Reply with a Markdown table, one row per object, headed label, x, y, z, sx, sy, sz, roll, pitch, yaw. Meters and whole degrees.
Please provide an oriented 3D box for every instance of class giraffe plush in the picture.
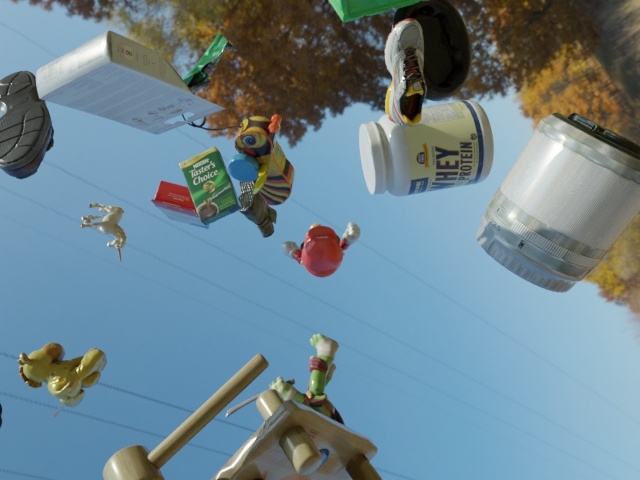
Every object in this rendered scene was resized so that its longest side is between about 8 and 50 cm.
| label | x | y | z | sx | sy | sz | roll | pitch | yaw |
| --- | --- | --- | --- | --- | --- | --- | --- | --- | --- |
| giraffe plush | -0.701 | 0.346 | 1.356 | 0.170 | 0.181 | 0.210 | 32 | -154 | 2 |

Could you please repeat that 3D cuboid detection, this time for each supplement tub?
| label | x | y | z | sx | sy | sz | roll | pitch | yaw |
| --- | --- | --- | --- | --- | --- | --- | --- | --- | --- |
| supplement tub | 0.286 | -0.251 | 1.428 | 0.235 | 0.324 | 0.235 | 170 | 90 | -87 |

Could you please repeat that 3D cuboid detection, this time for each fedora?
| label | x | y | z | sx | sy | sz | roll | pitch | yaw |
| --- | --- | --- | --- | --- | --- | --- | --- | --- | --- |
| fedora | 0.324 | -0.602 | 1.632 | 0.334 | 0.152 | 0.334 | -1 | -89 | -26 |

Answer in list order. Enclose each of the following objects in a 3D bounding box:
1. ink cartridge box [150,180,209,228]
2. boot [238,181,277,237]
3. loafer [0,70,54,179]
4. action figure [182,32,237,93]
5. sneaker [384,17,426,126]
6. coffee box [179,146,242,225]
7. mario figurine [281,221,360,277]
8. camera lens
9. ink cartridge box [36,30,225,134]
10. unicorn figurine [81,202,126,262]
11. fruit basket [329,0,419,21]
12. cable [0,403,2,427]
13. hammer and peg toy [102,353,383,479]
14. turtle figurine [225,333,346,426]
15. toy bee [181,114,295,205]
| label | x | y | z | sx | sy | sz | roll | pitch | yaw |
| --- | --- | --- | --- | --- | --- | --- | --- | --- | --- |
| ink cartridge box | -0.405 | -0.108 | 1.519 | 0.134 | 0.231 | 0.078 | 14 | -102 | 0 |
| boot | -0.201 | -0.139 | 1.717 | 0.161 | 0.083 | 0.246 | 52 | -145 | -45 |
| loafer | -0.554 | -0.212 | 0.979 | 0.095 | 0.109 | 0.302 | 77 | 168 | -52 |
| action figure | -0.300 | -0.399 | 1.257 | 0.063 | 0.232 | 0.137 | 41 | -170 | -24 |
| sneaker | 0.193 | -0.351 | 1.088 | 0.088 | 0.225 | 0.093 | -14 | -148 | -13 |
| coffee box | -0.289 | -0.143 | 1.339 | 0.040 | 0.113 | 0.184 | 55 | -168 | -72 |
| mario figurine | 0.000 | 0.000 | 1.505 | 0.170 | 0.198 | 0.320 | 38 | 179 | -1 |
| camera lens | 0.439 | -0.073 | 0.921 | 0.219 | 0.274 | 0.219 | 21 | -155 | -10 |
| ink cartridge box | -0.307 | -0.249 | 0.848 | 0.232 | 0.189 | 0.066 | 0 | -98 | -58 |
| unicorn figurine | -0.522 | -0.038 | 1.253 | 0.111 | 0.060 | 0.162 | 13 | -131 | -13 |
| fruit basket | 0.152 | -0.833 | 1.380 | 0.283 | 0.392 | 0.392 | 67 | 179 | -71 |
| cable | -0.786 | 0.368 | 1.126 | 0.150 | 0.047 | 0.184 | 11 | -146 | -41 |
| hammer and peg toy | -0.080 | 0.325 | 0.688 | 0.127 | 0.266 | 0.361 | 42 | 178 | 45 |
| turtle figurine | -0.066 | 0.348 | 1.154 | 0.198 | 0.274 | 0.266 | 58 | -144 | -26 |
| toy bee | -0.131 | -0.190 | 1.093 | 0.298 | 0.162 | 0.195 | 24 | -123 | -52 |
